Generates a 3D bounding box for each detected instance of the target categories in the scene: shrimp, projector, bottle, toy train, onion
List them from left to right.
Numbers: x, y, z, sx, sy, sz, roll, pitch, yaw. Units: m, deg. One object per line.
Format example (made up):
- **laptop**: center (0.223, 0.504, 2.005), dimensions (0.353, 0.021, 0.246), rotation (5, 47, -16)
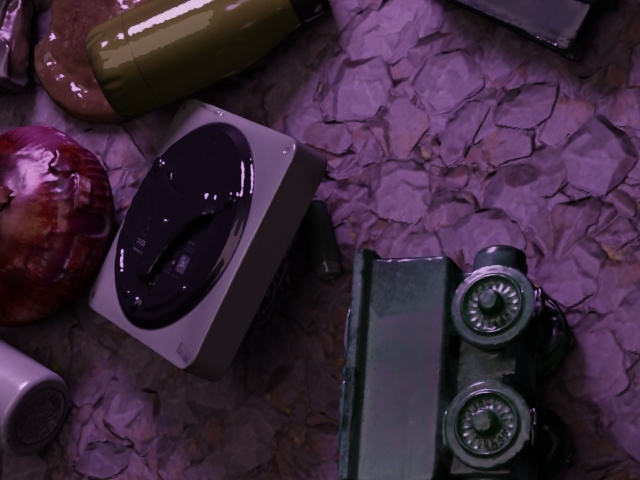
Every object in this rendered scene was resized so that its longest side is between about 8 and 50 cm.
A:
- **bottle**: center (-0.399, 0.145, 2.093), dimensions (0.245, 0.104, 0.104), rotation (27, 91, 31)
- **onion**: center (-0.346, -0.024, 2.075), dimensions (0.230, 0.163, 0.230), rotation (-19, 59, 35)
- **projector**: center (-0.130, -0.010, 1.953), dimensions (0.257, 0.079, 0.259), rotation (25, 90, 56)
- **bottle**: center (-0.120, -0.228, 2.026), dimensions (0.260, 0.112, 0.112), rotation (-23, 66, 7)
- **shrimp**: center (-0.065, 0.051, 1.953), dimensions (0.057, 0.065, 0.165), rotation (22, 85, 6)
- **bottle**: center (0.000, 0.000, 1.953), dimensions (0.030, 0.030, 0.083), rotation (-23, 67, 22)
- **toy train**: center (0.130, 0.132, 1.765), dimensions (0.202, 0.145, 0.266), rotation (-3, 70, 23)

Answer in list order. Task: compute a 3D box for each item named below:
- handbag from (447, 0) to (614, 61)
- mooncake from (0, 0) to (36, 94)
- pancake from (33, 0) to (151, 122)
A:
- **handbag**: center (0.219, -0.335, 1.895), dimensions (0.260, 0.079, 0.247), rotation (30, 92, 31)
- **mooncake**: center (-0.393, -0.234, 2.210), dimensions (0.125, 0.073, 0.130), rotation (1, 79, 26)
- **pancake**: center (-0.241, -0.252, 2.149), dimensions (0.222, 0.042, 0.236), rotation (30, 93, 31)
